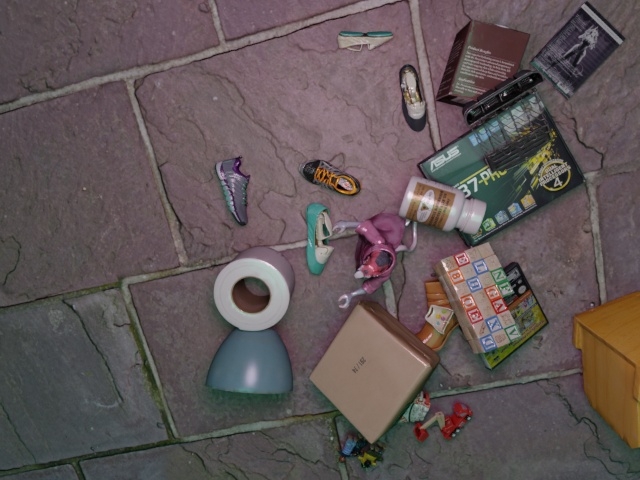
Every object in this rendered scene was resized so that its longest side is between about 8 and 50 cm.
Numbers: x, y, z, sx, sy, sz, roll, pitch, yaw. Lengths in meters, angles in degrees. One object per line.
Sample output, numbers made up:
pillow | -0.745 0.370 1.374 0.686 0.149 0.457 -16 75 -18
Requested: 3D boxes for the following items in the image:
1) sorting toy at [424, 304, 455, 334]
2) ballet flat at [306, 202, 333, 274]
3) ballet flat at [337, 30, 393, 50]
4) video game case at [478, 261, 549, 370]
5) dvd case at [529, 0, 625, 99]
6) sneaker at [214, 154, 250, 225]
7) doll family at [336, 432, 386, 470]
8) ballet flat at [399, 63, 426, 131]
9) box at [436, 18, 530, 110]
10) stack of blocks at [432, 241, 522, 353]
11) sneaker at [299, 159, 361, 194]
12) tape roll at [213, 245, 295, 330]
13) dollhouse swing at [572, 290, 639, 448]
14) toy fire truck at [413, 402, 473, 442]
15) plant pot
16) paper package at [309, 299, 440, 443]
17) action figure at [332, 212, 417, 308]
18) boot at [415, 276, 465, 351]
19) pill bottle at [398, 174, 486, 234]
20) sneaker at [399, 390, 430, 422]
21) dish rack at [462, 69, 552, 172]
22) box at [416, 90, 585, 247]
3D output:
sorting toy | 0.380 0.245 1.338 0.075 0.045 0.084 27 94 3
ballet flat | 0.000 0.000 1.373 0.087 0.083 0.248 7 104 44
ballet flat | 0.135 -0.606 1.263 0.168 0.057 0.053 4 131 6
video game case | 0.602 0.249 1.379 0.274 0.035 0.249 -33 99 -12
dvd case | 0.765 -0.566 1.243 0.164 0.018 0.221 40 102 -4
sneaker | -0.265 -0.163 1.365 0.098 0.083 0.224 -19 100 2
doll family | 0.151 0.799 1.559 0.192 0.076 0.112 26 107 3
ballet flat | 0.283 -0.437 1.275 0.074 0.074 0.204 -13 102 6
box | 0.459 -0.492 1.201 0.168 0.167 0.204 16 103 -1
stack of blocks | 0.497 0.176 1.285 0.171 0.087 0.298 -19 74 -9
sneaker | 0.033 -0.203 1.336 0.214 0.083 0.084 19 105 1
tape roll | -0.213 0.155 1.386 0.245 0.169 0.247 1 102 3
dollhouse swing | 0.996 0.395 1.273 0.314 0.347 0.305 -24 99 8
toy fire truck | 0.443 0.656 1.499 0.135 0.047 0.192 30 104 -22
plant pot | -0.229 0.395 1.407 0.289 0.290 0.196 4 77 3
paper package | 0.177 0.417 1.357 0.309 0.168 0.325 39 104 29
action figure | 0.179 0.054 1.235 0.275 0.370 0.249 -4 101 6
boot | 0.387 0.244 1.398 0.283 0.109 0.220 -20 102 6
pill bottle | 0.358 -0.099 1.228 0.229 0.131 0.131 19 103 9
sneaker | 0.315 0.527 1.478 0.144 0.090 0.271 -1 106 3
dish rack | 0.525 -0.310 1.142 0.208 0.074 0.272 -29 125 18
box | 0.553 -0.212 1.295 0.394 0.097 0.319 -32 97 11
